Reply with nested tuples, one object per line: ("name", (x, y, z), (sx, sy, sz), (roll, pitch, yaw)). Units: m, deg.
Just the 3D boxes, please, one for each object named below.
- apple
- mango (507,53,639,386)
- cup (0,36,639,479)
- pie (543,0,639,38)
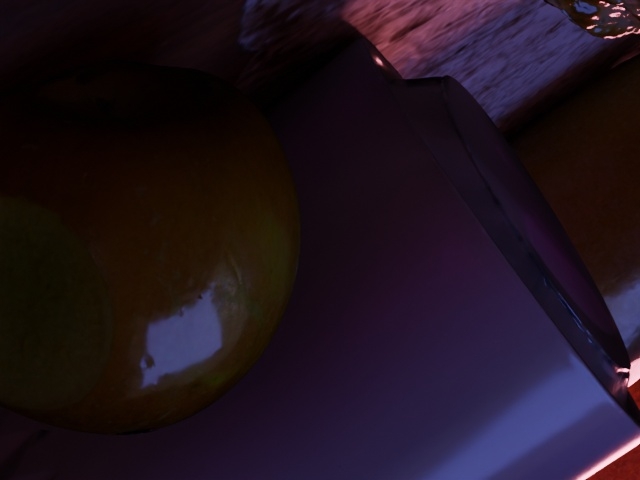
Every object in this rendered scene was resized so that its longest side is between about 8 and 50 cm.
("apple", (-0.089, -0.004, 0.825), (0.146, 0.163, 0.147), (-42, 155, -55))
("mango", (0.198, 0.001, 1.471), (0.384, 0.199, 0.221), (-46, 150, 0))
("cup", (-0.030, 0.090, 1.026), (0.371, 0.253, 0.253), (-37, 168, 7))
("pie", (0.190, -0.158, 0.963), (0.179, 0.084, 0.205), (-6, 155, 34))
